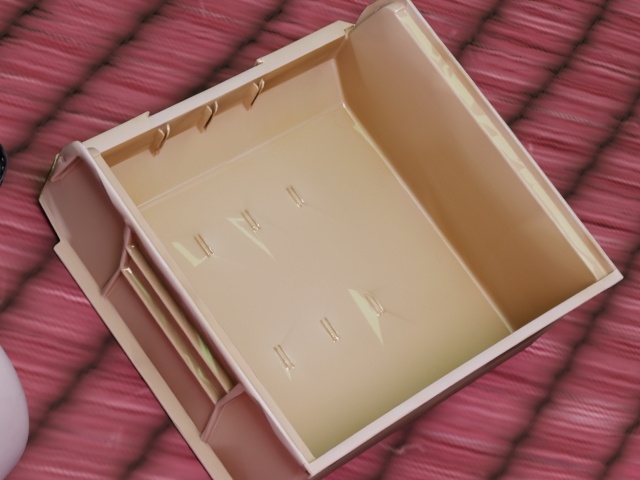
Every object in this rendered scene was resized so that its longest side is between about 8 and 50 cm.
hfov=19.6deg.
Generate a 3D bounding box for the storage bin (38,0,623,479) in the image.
[{"bbox_3d":[0.000,0.000,1.173,0.262,0.123,0.260,-29,77,-31],"label":"storage bin"}]

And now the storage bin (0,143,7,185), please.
[{"bbox_3d":[-0.292,-0.055,1.112,0.180,0.084,0.122,44,57,4],"label":"storage bin"}]

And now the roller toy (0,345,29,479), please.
[{"bbox_3d":[-0.267,0.098,0.978,0.191,0.209,0.146,20,52,25],"label":"roller toy"}]
